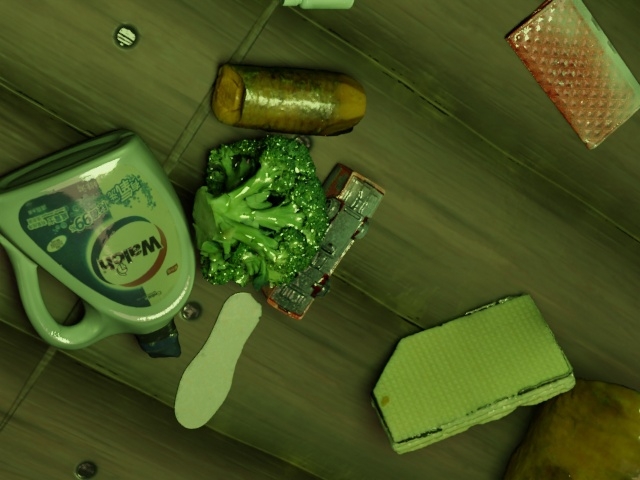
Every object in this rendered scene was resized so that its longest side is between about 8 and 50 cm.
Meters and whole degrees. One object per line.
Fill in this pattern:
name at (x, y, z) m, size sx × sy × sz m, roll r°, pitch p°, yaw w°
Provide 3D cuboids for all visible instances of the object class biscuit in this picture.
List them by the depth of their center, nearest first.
biscuit at (0.183, 0.171, 1.692) m, size 0.252 × 0.150 × 0.052 m, roll -20°, pitch 139°, yaw -9°

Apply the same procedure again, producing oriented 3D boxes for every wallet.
wallet at (0.324, -0.214, 1.658) m, size 0.103 × 0.020 × 0.196 m, roll -42°, pitch 115°, yaw 2°

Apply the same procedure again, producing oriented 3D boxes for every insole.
insole at (-0.132, 0.152, 1.676) m, size 0.065 × 0.004 × 0.197 m, roll 20°, pitch 103°, yaw -21°

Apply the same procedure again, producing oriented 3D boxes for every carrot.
carrot at (-0.034, -0.163, 1.545) m, size 0.173 × 0.082 × 0.082 m, roll 1°, pitch 109°, yaw -19°
carrot at (0.363, 0.328, 1.752) m, size 0.241 × 0.241 × 0.340 m, roll 23°, pitch 105°, yaw -22°

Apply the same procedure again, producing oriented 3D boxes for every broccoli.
broccoli at (-0.077, -0.032, 1.532) m, size 0.156 × 0.195 × 0.195 m, roll -11°, pitch 114°, yaw -35°

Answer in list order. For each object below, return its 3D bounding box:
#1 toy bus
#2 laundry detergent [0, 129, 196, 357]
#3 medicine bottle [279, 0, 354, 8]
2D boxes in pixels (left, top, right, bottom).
toy bus at (0.000, 0.000, 1.617) m, size 0.065 × 0.077 × 0.192 m, roll 32°, pitch 97°, yaw -25°
laundry detergent at (-0.249, 0.030, 1.546) m, size 0.215 × 0.105 × 0.280 m, roll -23°, pitch 116°, yaw -7°
medicine bottle at (-0.004, -0.290, 1.524) m, size 0.083 × 0.047 × 0.047 m, roll -2°, pitch 110°, yaw -16°
